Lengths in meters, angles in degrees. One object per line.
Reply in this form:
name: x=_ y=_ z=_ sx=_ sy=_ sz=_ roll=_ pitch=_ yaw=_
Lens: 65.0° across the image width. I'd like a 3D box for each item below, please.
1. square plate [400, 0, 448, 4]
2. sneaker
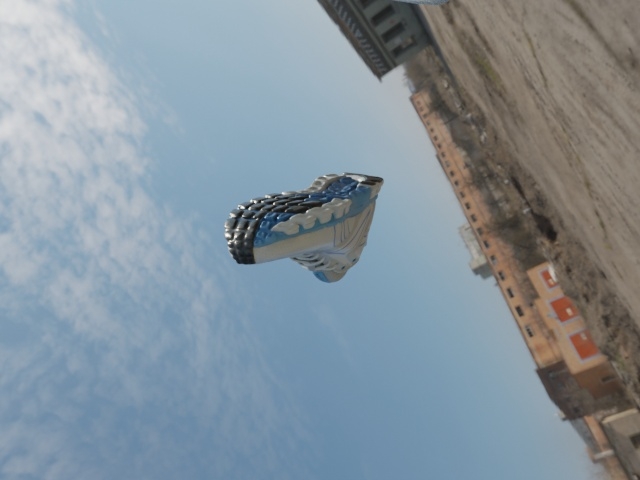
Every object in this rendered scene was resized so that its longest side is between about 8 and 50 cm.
square plate: x=-0.012 y=-0.359 z=0.325 sx=0.344 sy=0.346 sz=0.049 roll=29 pitch=-150 yaw=34
sneaker: x=0.000 y=0.000 z=0.388 sx=0.191 sy=0.072 sz=0.082 roll=-25 pitch=-60 yaw=-57
